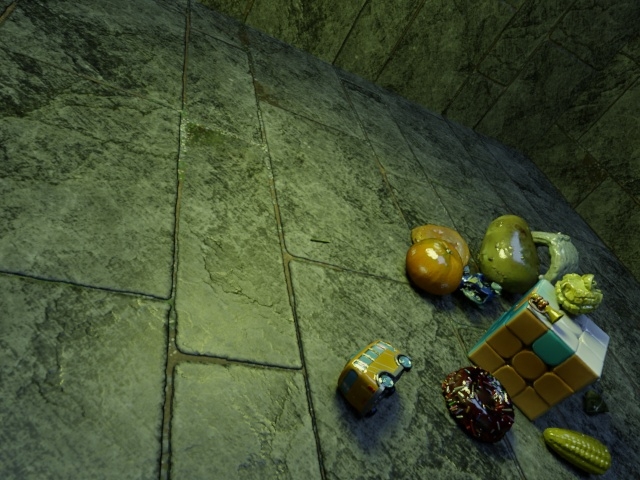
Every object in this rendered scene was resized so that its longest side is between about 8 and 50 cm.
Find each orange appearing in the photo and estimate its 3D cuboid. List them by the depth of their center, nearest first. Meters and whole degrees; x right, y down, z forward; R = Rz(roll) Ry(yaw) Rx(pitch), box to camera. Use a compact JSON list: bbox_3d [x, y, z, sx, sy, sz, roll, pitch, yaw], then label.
[{"bbox_3d":[0.433,0.090,1.754,0.240,0.171,0.240,23,34,-17],"label":"orange"}]

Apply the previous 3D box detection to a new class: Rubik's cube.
[{"bbox_3d":[0.733,0.358,1.570,0.291,0.292,0.290,46,36,17],"label":"Rubik's cube"}]

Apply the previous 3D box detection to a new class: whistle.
[{"bbox_3d":[0.678,0.207,1.425,0.109,0.057,0.046,48,-9,31],"label":"whistle"}]

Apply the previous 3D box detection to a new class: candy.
[{"bbox_3d":[0.787,0.641,1.451,0.198,0.094,0.106,26,40,-2],"label":"candy"}]

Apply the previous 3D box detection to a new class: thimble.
[{"bbox_3d":[1.019,0.088,2.146,0.195,0.291,0.292,3,45,-39],"label":"thimble"}]

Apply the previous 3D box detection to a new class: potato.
[{"bbox_3d":[0.816,0.052,2.039,0.269,0.219,0.359,13,63,-24],"label":"potato"}]

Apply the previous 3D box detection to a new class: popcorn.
[{"bbox_3d":[0.836,0.177,1.518,0.141,0.162,0.136,26,65,28],"label":"popcorn"}]

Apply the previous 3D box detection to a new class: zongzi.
[{"bbox_3d":[1.023,0.623,1.714,0.113,0.052,0.104,49,42,-1],"label":"zongzi"}]

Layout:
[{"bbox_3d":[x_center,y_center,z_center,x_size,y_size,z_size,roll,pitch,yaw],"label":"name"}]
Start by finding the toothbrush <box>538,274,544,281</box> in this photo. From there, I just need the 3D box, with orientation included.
[{"bbox_3d":[0.967,0.256,1.987,0.288,0.021,0.024,60,5,-30],"label":"toothbrush"}]

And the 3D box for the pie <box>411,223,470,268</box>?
[{"bbox_3d":[0.509,0.022,1.978,0.273,0.069,0.273,10,42,-9],"label":"pie"}]

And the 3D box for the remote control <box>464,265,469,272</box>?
[{"bbox_3d":[0.587,0.101,2.007,0.124,0.018,0.053,25,34,-13],"label":"remote control"}]

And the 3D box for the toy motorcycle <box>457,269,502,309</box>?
[{"bbox_3d":[0.614,0.182,1.855,0.169,0.113,0.315,43,25,29],"label":"toy motorcycle"}]

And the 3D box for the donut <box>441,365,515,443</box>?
[{"bbox_3d":[0.480,0.479,1.393,0.235,0.089,0.235,23,37,-19],"label":"donut"}]

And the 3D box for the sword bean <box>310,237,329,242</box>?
[{"bbox_3d":[0.000,0.000,1.643,0.083,0.012,0.012,9,41,-35],"label":"sword bean"}]

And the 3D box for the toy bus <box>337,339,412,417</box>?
[{"bbox_3d":[0.141,0.352,1.234,0.136,0.126,0.209,39,33,22],"label":"toy bus"}]
